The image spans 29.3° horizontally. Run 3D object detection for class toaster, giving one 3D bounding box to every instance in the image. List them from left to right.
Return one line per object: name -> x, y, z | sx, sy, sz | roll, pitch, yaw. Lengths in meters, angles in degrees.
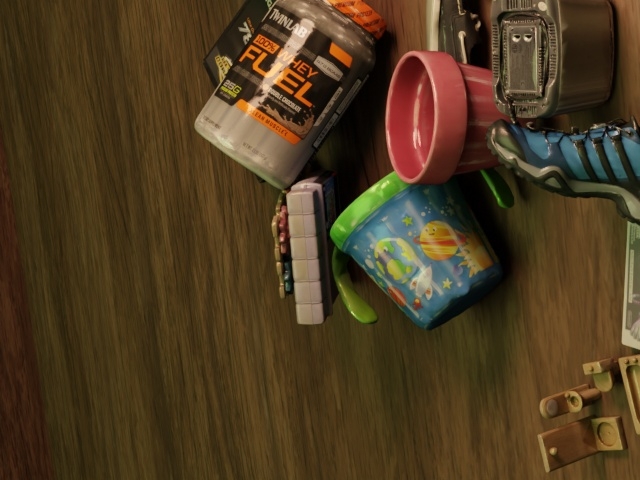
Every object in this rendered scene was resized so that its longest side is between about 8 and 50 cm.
toaster -> 0.332, -0.262, 1.742 | 0.129, 0.146, 0.227 | 9, 106, 53

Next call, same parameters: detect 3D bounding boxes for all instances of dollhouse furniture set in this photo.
dollhouse furniture set -> 0.408, 0.251, 1.792 | 0.151, 0.123, 0.144 | -17, 85, 54

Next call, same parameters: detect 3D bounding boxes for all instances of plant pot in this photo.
plant pot -> 0.215, -0.182, 1.840 | 0.201, 0.180, 0.201 | 179, 90, -73

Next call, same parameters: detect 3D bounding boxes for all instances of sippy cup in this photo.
sippy cup -> 0.171, 0.014, 1.985 | 0.224, 0.240, 0.305 | 54, 154, 14

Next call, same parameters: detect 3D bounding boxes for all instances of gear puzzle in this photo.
gear puzzle -> -0.038, -0.043, 2.237 | 0.339, 0.044, 0.175 | -79, -15, -58

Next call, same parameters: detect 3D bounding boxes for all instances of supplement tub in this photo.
supplement tub -> -0.046, -0.273, 2.102 | 0.207, 0.207, 0.338 | 35, 92, 43

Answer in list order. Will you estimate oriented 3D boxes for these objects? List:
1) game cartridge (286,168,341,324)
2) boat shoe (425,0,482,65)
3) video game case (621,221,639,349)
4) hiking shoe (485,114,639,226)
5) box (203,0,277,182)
game cartridge -> 0.000, 0.000, 2.151 | 0.355, 0.068, 0.230 | -52, -38, -79
boat shoe -> 0.211, -0.316, 1.944 | 0.114, 0.091, 0.303 | -85, -2, -71
video game case -> 0.498, 0.075, 1.712 | 0.173, 0.022, 0.190 | 17, 112, 50
hiking shoe -> 0.378, -0.121, 1.673 | 0.304, 0.113, 0.132 | 20, 110, 1
box -> -0.090, -0.308, 2.356 | 0.293, 0.073, 0.296 | -43, 66, 51
